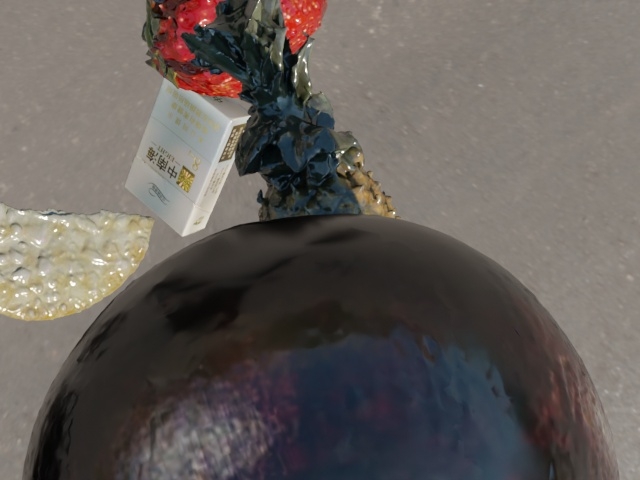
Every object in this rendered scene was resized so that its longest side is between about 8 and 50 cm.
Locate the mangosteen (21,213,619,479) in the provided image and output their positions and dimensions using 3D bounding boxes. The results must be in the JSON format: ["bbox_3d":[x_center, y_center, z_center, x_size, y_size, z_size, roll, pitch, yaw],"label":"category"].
[{"bbox_3d":[0.013,0.131,0.467,0.296,0.313,0.297,-8,108,-28],"label":"mangosteen"}]

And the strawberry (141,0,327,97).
[{"bbox_3d":[-0.126,-0.337,1.457,0.276,0.257,0.257,-5,103,-17],"label":"strawberry"}]

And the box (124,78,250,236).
[{"bbox_3d":[-0.225,-0.148,1.645,0.155,0.067,0.243,39,122,21],"label":"box"}]

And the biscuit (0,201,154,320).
[{"bbox_3d":[-0.336,0.026,1.170,0.289,0.038,0.141,5,79,-34],"label":"biscuit"}]

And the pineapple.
[{"bbox_3d":[-0.017,-0.056,0.699,0.125,0.125,0.251,-24,107,-1],"label":"pineapple"}]

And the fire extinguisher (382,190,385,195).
[{"bbox_3d":[0.000,0.000,1.106,0.173,0.049,0.035,-38,125,-10],"label":"fire extinguisher"}]
